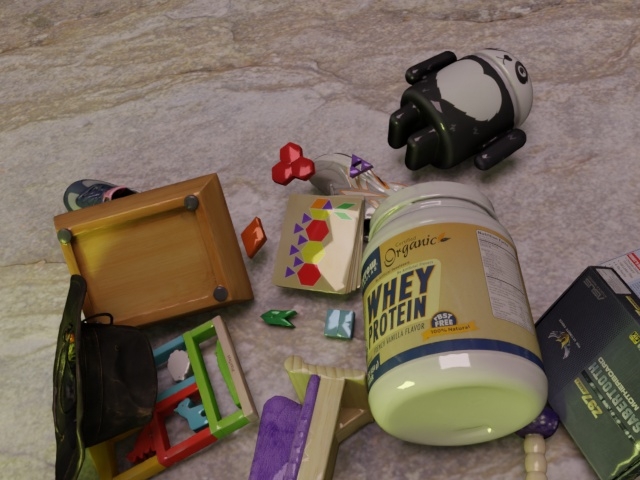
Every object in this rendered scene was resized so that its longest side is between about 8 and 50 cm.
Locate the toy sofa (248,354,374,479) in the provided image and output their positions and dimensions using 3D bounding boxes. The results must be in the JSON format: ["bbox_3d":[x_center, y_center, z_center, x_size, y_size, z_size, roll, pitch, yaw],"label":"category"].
[{"bbox_3d":[-0.046,0.346,0.899,0.177,0.150,0.363,5,54,15],"label":"toy sofa"}]

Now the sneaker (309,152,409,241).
[{"bbox_3d":[0.065,-0.066,1.233,0.262,0.099,0.121,27,67,30],"label":"sneaker"}]

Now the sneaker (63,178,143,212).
[{"bbox_3d":[-0.390,-0.072,1.314,0.318,0.131,0.112,22,60,27],"label":"sneaker"}]

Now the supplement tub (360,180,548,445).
[{"bbox_3d":[0.172,0.097,0.953,0.228,0.228,0.316,-7,52,7],"label":"supplement tub"}]

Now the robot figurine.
[{"bbox_3d":[0.260,-0.243,1.271,0.278,0.209,0.173,-30,17,-11],"label":"robot figurine"}]

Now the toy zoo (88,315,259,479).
[{"bbox_3d":[-0.256,0.261,1.070,0.293,0.030,0.192,-28,50,0],"label":"toy zoo"}]

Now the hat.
[{"bbox_3d":[-0.312,0.212,0.996,0.133,0.331,0.331,8,46,-26],"label":"hat"}]

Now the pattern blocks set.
[{"bbox_3d":[0.000,0.000,1.175,0.285,0.026,0.325,14,77,21],"label":"pattern blocks set"}]

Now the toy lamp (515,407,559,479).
[{"bbox_3d":[0.278,0.351,0.868,0.080,0.080,0.275,1,53,13],"label":"toy lamp"}]

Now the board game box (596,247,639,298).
[{"bbox_3d":[0.596,0.114,0.929,0.317,0.066,0.319,-19,54,-8],"label":"board game box"}]

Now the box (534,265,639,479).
[{"bbox_3d":[0.386,0.178,0.916,0.059,0.183,0.233,4,43,-32],"label":"box"}]

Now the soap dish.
[{"bbox_3d":[-0.283,0.034,1.147,0.290,0.229,0.118,-15,8,1],"label":"soap dish"}]
